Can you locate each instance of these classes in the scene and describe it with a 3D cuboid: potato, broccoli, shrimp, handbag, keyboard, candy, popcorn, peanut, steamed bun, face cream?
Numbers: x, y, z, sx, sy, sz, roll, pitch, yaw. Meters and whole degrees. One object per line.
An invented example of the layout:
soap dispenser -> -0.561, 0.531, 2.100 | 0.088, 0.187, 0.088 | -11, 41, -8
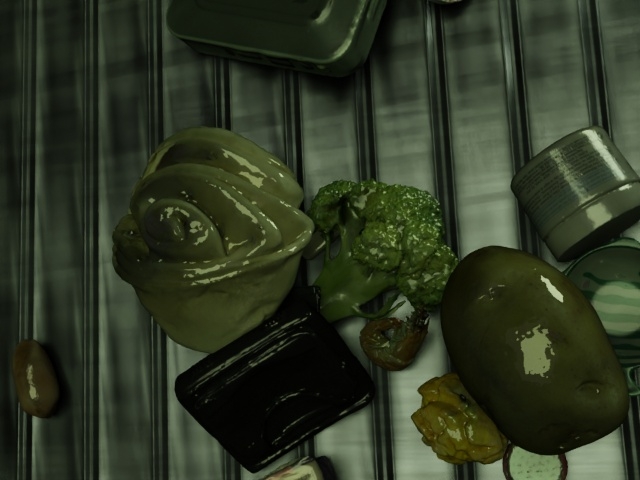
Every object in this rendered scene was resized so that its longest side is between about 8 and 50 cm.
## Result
potato -> 0.303, 0.154, 1.406 | 0.221, 0.243, 0.326 | -26, 72, 4
broccoli -> 0.069, 0.015, 1.576 | 0.302, 0.186, 0.253 | -14, 85, 5
shrimp -> 0.124, 0.153, 1.562 | 0.099, 0.180, 0.041 | 36, 48, 4
handbag -> -0.069, 0.247, 1.560 | 0.275, 0.244, 0.088 | -34, 32, 4
keyboard -> -0.068, 0.109, 1.627 | 0.196, 0.018, 0.060 | -6, 86, 47
candy -> 0.341, 0.358, 1.522 | 0.103, 0.043, 0.103 | -2, 82, 14
popcorn -> 0.223, 0.282, 1.519 | 0.149, 0.152, 0.167 | -8, 49, -21
peanut -> -0.518, 0.251, 1.737 | 0.076, 0.076, 0.152 | -22, 78, 9
steamed bun -> -0.206, -0.016, 1.586 | 0.339, 0.247, 0.352 | 38, 105, 37
face cream -> 0.411, -0.073, 1.513 | 0.177, 0.177, 0.152 | -30, 73, 7

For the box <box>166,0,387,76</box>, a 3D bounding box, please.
box -> -0.054, -0.503, 1.709 | 0.396, 0.111, 0.396 | 14, 82, 28

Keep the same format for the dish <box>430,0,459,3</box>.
dish -> 0.197, -0.472, 1.697 | 0.141, 0.078, 0.141 | 6, 75, -23

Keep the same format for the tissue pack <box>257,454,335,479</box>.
tissue pack -> -0.036, 0.542, 1.537 | 0.242, 0.125, 0.343 | -28, 75, 7

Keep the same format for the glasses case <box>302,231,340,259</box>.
glasses case -> 0.000, 0.000, 1.680 | 0.083, 0.021, 0.032 | -41, 76, 3

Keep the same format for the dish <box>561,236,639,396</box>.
dish -> 0.472, 0.121, 1.514 | 0.224, 0.078, 0.246 | 6, 81, 15
